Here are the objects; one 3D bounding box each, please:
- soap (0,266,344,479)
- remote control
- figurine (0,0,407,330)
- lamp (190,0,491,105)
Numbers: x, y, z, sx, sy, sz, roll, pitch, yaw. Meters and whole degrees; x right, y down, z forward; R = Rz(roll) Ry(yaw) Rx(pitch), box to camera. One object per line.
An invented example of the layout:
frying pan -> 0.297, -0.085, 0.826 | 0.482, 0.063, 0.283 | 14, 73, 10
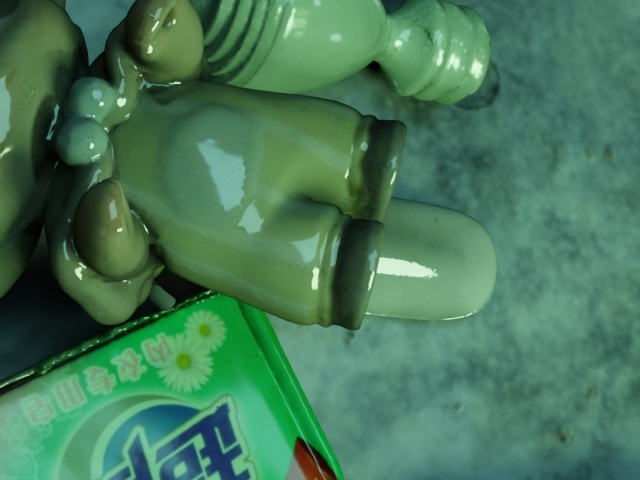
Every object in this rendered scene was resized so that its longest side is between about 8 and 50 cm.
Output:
soap -> -0.126, 0.151, 0.923 | 0.273, 0.098, 0.218 | -25, 89, -26
remote control -> 0.000, 0.000, 1.059 | 0.229, 0.044, 0.073 | 9, 72, -21
figurine -> -0.151, -0.050, 0.895 | 0.380, 0.203, 0.248 | 12, 71, 5
lamp -> 0.004, -0.125, 1.080 | 0.193, 0.106, 0.106 | 12, 67, -31
